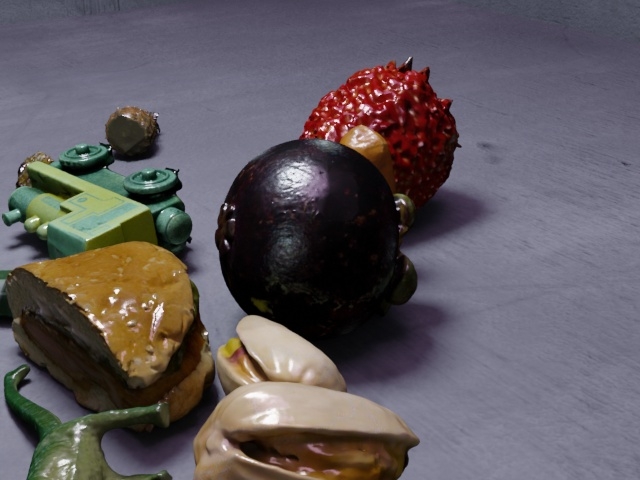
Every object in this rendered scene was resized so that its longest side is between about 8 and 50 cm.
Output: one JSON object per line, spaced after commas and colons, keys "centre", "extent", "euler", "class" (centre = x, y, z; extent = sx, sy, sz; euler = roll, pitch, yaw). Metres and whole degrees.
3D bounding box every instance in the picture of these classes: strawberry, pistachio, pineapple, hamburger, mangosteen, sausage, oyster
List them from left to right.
{"centre": [-0.536, -0.127, 1.762], "extent": [0.105, 0.056, 0.177], "euler": [-12, 31, -7], "class": "oyster"}
{"centre": [-0.243, 0.093, 1.158], "extent": [0.209, 0.162, 0.330], "euler": [-24, 30, -39], "class": "hamburger"}
{"centre": [-0.392, -0.244, 1.958], "extent": [0.108, 0.108, 0.197], "euler": [2, 17, 5], "class": "pineapple"}
{"centre": [-0.047, 0.166, 1.066], "extent": [0.145, 0.117, 0.200], "euler": [30, -2, -33], "class": "pistachio"}
{"centre": [-0.013, 0.223, 0.915], "extent": [0.229, 0.157, 0.157], "euler": [9, 24, -9], "class": "pistachio"}
{"centre": [0.000, 0.000, 1.239], "extent": [0.288, 0.288, 0.288], "euler": [0, 25, 0], "class": "mangosteen"}
{"centre": [0.070, -0.058, 1.384], "extent": [0.098, 0.238, 0.098], "euler": [-3, 25, 2], "class": "sausage"}
{"centre": [0.089, -0.127, 1.569], "extent": [0.292, 0.292, 0.343], "euler": [11, 51, 23], "class": "strawberry"}

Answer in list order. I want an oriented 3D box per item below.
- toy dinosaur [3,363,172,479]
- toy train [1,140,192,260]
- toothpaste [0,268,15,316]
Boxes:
{"centre": [-0.303, 0.248, 0.933], "extent": [0.301, 0.087, 0.447], "euler": [-6, 27, 17], "class": "toy dinosaur"}
{"centre": [-0.379, -0.044, 1.484], "extent": [0.369, 0.150, 0.237], "euler": [20, 38, 40], "class": "toy train"}
{"centre": [-0.417, 0.075, 1.292], "extent": [0.392, 0.099, 0.061], "euler": [-1, 18, 5], "class": "toothpaste"}
